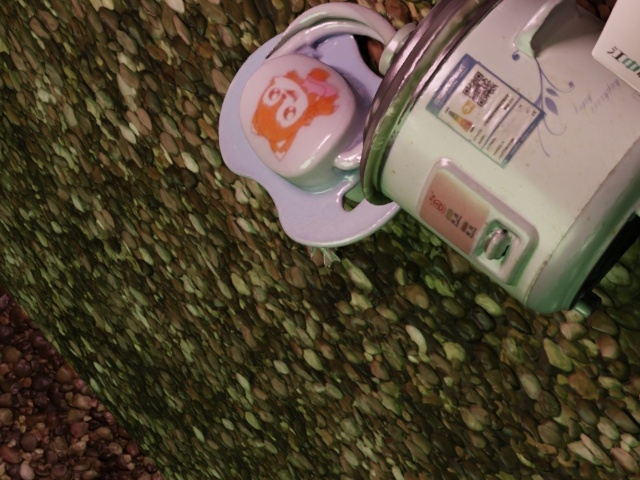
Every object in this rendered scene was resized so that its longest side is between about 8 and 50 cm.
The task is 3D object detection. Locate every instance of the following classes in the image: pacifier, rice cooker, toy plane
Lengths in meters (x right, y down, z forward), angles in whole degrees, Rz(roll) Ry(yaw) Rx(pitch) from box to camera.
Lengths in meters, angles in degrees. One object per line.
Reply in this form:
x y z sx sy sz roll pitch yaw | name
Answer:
0.029 -0.118 1.427 0.299 0.244 0.233 49 -174 33 | pacifier
0.181 -0.097 1.112 0.316 0.264 0.317 33 148 24 | rice cooker
0.002 -0.001 1.730 0.083 0.033 0.080 60 153 -1 | toy plane

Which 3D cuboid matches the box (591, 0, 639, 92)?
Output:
0.377 -0.135 0.900 0.333 0.145 0.173 42 149 17 | box
